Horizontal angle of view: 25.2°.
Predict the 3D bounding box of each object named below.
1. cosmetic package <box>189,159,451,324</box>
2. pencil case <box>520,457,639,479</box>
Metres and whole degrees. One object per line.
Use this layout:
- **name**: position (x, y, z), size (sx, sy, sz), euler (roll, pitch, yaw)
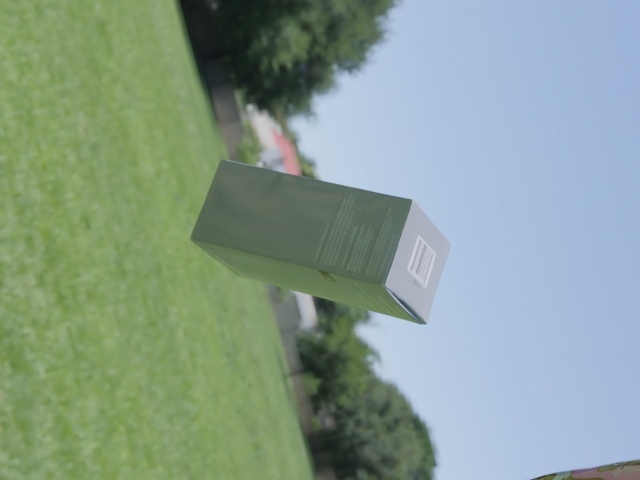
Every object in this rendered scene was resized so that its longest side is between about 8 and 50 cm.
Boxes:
- **cosmetic package**: position (0.000, 0.000, 1.483), size (0.127, 0.238, 0.107), euler (41, 63, -56)
- **pencil case**: position (0.177, 0.193, 0.705), size (0.386, 0.167, 0.160), euler (-28, -133, 56)
